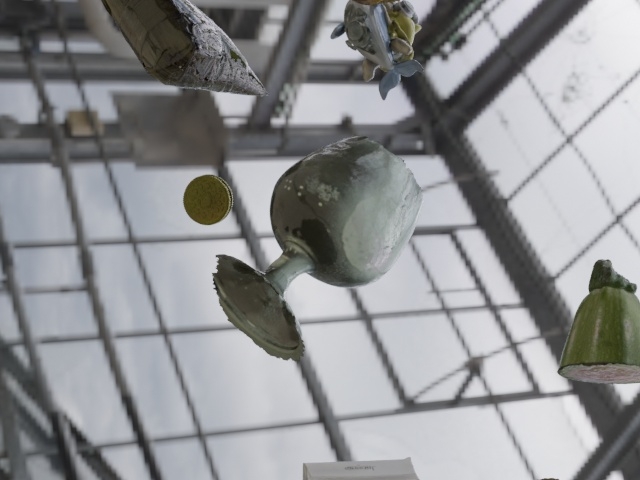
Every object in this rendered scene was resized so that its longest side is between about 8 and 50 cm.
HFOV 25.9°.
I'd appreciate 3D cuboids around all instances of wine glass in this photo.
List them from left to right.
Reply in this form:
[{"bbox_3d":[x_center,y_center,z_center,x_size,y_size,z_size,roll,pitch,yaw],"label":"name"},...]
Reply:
[{"bbox_3d":[0.000,0.000,2.149,0.238,0.323,0.238,38,-24,21],"label":"wine glass"}]

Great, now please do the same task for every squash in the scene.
[{"bbox_3d":[0.298,0.076,1.419,0.105,0.105,0.132,-25,-126,61],"label":"squash"}]

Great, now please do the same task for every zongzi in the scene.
[{"bbox_3d":[-0.243,-0.377,2.564,0.138,0.300,0.286,-47,-122,20],"label":"zongzi"}]

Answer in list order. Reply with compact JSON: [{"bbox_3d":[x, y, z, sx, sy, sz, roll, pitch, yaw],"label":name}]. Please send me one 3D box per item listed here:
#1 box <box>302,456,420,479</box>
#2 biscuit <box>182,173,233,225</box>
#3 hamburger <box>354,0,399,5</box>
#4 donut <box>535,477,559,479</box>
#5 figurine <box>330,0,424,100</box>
[{"bbox_3d":[0.071,0.538,2.483,0.116,0.203,0.274,-115,-156,-78],"label":"box"},{"bbox_3d":[-0.184,-0.067,2.276,0.084,0.023,0.084,3,-80,18],"label":"biscuit"},{"bbox_3d":[0.096,-0.464,2.237,0.191,0.118,0.182,-33,-117,43],"label":"hamburger"},{"bbox_3d":[0.257,0.425,2.025,0.085,0.217,0.141,-73,142,-57],"label":"donut"},{"bbox_3d":[0.109,-0.353,2.419,0.128,0.184,0.208,-33,-110,31],"label":"figurine"}]
